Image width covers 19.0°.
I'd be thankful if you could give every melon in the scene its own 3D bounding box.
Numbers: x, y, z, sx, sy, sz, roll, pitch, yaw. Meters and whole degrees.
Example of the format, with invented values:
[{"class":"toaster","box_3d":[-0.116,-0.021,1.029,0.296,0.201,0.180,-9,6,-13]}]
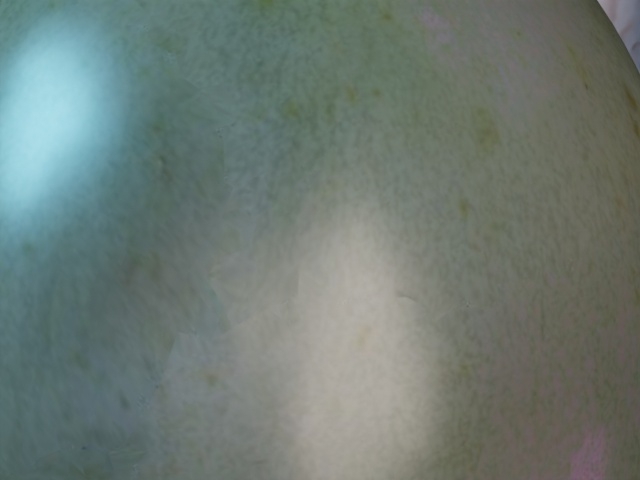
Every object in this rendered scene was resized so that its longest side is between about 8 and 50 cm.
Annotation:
[{"class":"melon","box_3d":[-0.025,0.048,0.563,0.268,0.268,0.330,-4,110,-21]}]
